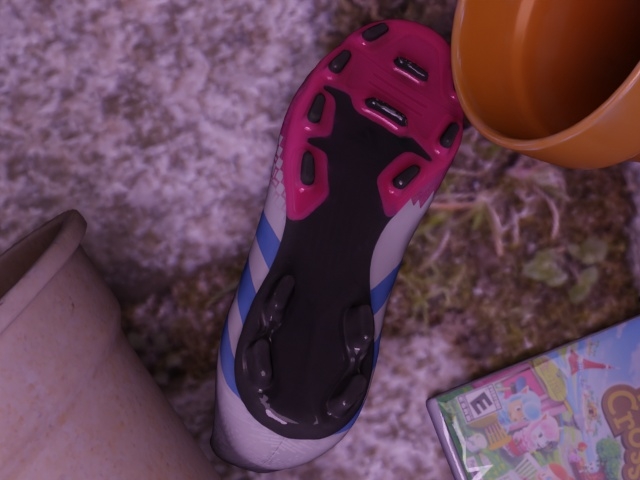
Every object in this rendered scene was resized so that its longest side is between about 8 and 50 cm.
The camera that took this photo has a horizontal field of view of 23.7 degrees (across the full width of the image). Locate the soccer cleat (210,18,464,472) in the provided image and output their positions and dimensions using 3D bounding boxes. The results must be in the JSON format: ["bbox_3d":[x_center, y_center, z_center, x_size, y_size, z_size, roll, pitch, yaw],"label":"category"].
[{"bbox_3d":[0.000,0.000,1.001,0.116,0.143,0.331,26,59,-8],"label":"soccer cleat"}]

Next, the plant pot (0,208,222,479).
[{"bbox_3d":[-0.167,0.205,0.874,0.334,0.334,0.305,-42,101,-8],"label":"plant pot"}]

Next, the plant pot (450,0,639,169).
[{"bbox_3d":[0.221,-0.130,0.985,0.188,0.205,0.205,18,82,-33],"label":"plant pot"}]

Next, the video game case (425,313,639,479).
[{"bbox_3d":[0.198,0.172,1.042,0.193,0.023,0.212,-21,87,-8],"label":"video game case"}]

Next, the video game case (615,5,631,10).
[{"bbox_3d":[0.196,-0.258,1.086,0.184,0.023,0.201,-14,85,-7],"label":"video game case"}]
